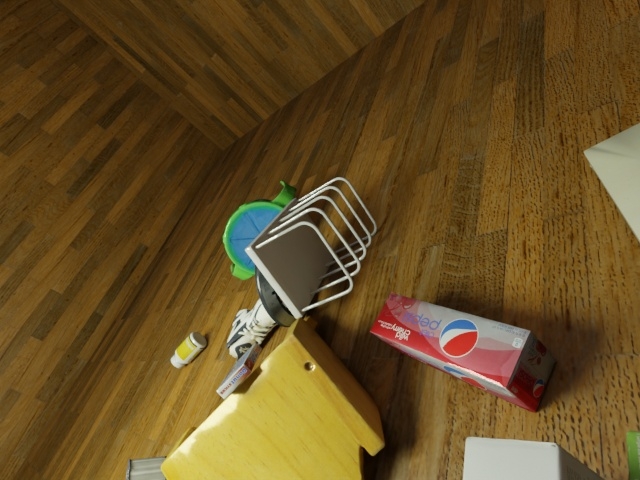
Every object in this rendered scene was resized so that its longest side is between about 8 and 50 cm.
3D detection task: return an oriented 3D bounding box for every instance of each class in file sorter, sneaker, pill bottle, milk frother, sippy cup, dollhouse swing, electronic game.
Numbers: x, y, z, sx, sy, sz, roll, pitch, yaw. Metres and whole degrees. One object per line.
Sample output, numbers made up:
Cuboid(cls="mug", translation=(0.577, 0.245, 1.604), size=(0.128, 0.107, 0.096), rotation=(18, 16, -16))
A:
Cuboid(cls="file sorter", translation=(0.000, 0.000, 0.924), size=(0.173, 0.193, 0.278), rotation=(-27, 16, 29))
Cuboid(cls="sneaker", translation=(-0.172, 0.245, 1.052), size=(0.235, 0.094, 0.153), rotation=(-23, 39, 40))
Cuboid(cls="pill bottle", translation=(-0.434, 0.361, 1.313), size=(0.116, 0.065, 0.065), rotation=(-46, 28, 6))
Cuboid(cls="milk frother", translation=(-0.360, 0.563, 0.888), size=(0.143, 0.134, 0.129), rotation=(-154, 72, -64))
Cuboid(cls="sippy cup", translation=(-0.186, -0.034, 1.299), size=(0.305, 0.240, 0.224), rotation=(-24, 20, 0))
Cuboid(cls="dollhouse swing", translation=(-0.065, 0.359, 0.798), size=(0.347, 0.305, 0.315), rotation=(-46, 70, 5))
Cuboid(cls="electronic game", translation=(-0.086, 0.094, 0.973), size=(0.048, 0.229, 0.229), rotation=(-13, 42, 25))

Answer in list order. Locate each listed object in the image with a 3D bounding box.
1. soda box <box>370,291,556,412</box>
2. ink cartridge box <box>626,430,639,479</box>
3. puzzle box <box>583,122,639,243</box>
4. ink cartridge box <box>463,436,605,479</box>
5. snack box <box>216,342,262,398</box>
Cuboid(cls="soda box", translation=(0.203, 0.160, 0.621), size=(0.263, 0.092, 0.083), rotation=(7, 62, 57))
Cuboid(cls="ink cartridge box", translation=(0.375, 0.250, 0.262), size=(0.255, 0.097, 0.189), rotation=(-18, 41, 46))
Cuboid(cls="puzzle box", translation=(0.581, -0.123, 0.468), size=(0.409, 0.052, 0.272), rotation=(-29, 34, 33))
Cuboid(cls="ink cartridge box", translation=(0.211, 0.282, 0.346), size=(0.086, 0.203, 0.148), rotation=(-22, 38, 44))
Cuboid(cls="snack box", translation=(-0.147, 0.237, 0.748), size=(0.064, 0.022, 0.178), rotation=(-45, 0, -4))
